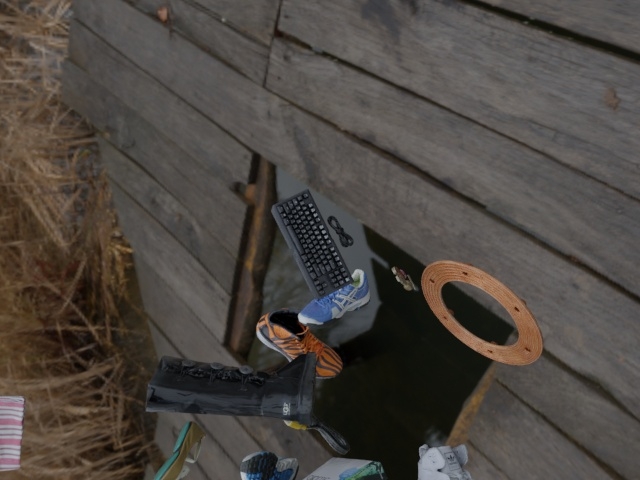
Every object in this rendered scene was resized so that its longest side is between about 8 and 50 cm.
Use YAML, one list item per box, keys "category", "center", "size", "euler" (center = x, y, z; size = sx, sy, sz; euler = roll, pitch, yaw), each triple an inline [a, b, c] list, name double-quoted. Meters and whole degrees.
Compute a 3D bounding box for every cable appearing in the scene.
- category: "cable"
  center: [-0.031, 0.582, 1.906]
  size: [0.072, 0.287, 0.139]
  euler: [-44, 23, 5]

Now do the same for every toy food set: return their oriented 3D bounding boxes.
- category: "toy food set"
  center: [0.241, 0.112, 1.791]
  size: [0.019, 0.122, 0.078]
  euler: [-35, 53, 18]

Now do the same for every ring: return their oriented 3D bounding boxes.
- category: "ring"
  center: [0.391, 0.173, 1.469]
  size: [0.337, 0.032, 0.336]
  euler: [36, 154, 21]

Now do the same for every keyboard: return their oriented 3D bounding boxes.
- category: "keyboard"
  center: [0.000, 0.000, 1.038]
  size: [0.180, 0.108, 0.023]
  euler: [64, 165, 0]

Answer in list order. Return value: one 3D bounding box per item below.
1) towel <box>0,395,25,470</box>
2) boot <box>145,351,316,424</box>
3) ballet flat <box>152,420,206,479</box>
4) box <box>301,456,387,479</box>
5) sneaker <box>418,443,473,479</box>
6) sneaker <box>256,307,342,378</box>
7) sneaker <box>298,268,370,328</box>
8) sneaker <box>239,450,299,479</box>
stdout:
- category: "towel"
  center: [-0.767, 0.454, 1.393]
  size: [0.029, 0.144, 0.197]
  euler: [31, 114, 59]
- category: "boot"
  center: [-0.238, 0.403, 1.739]
  size: [0.367, 0.445, 0.146]
  euler: [-60, -27, -86]
- category: "ballet flat"
  center: [-0.362, 0.572, 1.579]
  size: [0.073, 0.232, 0.080]
  euler: [41, 121, -9]
- category: "box"
  center: [-0.013, 0.677, 1.565]
  size: [0.232, 0.322, 0.058]
  euler: [-26, 90, 55]
- category: "sneaker"
  center: [0.383, 0.673, 1.632]
  size: [0.366, 0.137, 0.210]
  euler: [-17, 70, 56]
- category: "sneaker"
  center: [-0.049, 0.331, 1.928]
  size: [0.321, 0.124, 0.180]
  euler: [30, 147, -9]
- category: "sneaker"
  center: [0.029, 0.129, 1.352]
  size: [0.080, 0.211, 0.081]
  euler: [23, 125, 37]
- category: "sneaker"
  center: [-0.108, 0.397, 1.041]
  size: [0.083, 0.190, 0.071]
  euler: [9, 69, 22]
